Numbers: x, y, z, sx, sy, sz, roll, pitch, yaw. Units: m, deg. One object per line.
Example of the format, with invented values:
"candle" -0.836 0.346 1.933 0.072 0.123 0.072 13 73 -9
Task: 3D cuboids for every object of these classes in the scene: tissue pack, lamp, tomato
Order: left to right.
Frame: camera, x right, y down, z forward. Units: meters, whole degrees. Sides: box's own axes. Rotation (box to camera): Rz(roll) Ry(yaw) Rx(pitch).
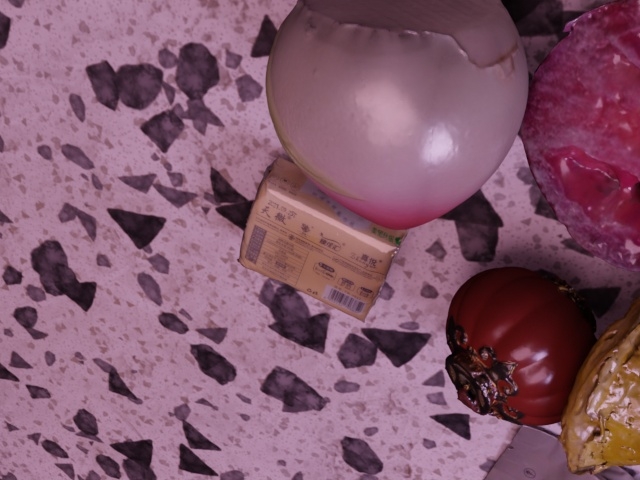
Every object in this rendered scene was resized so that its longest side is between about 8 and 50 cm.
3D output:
"tissue pack" 0.000 0.000 1.445 0.222 0.090 0.186 26 132 6
"lamp" 0.263 0.145 1.356 0.227 0.227 0.227 11 127 15
"tomato" 0.397 -0.144 1.126 0.289 0.176 0.335 42 132 17

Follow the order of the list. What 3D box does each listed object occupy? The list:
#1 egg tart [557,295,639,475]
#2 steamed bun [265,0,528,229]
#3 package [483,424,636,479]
"egg tart" 0.417 0.191 1.283 0.116 0.295 0.295 33 136 35
"steamed bun" 0.087 -0.144 1.169 0.309 0.309 0.309 11 127 15
"package" 0.393 0.410 1.600 0.251 0.062 0.204 34 131 14
